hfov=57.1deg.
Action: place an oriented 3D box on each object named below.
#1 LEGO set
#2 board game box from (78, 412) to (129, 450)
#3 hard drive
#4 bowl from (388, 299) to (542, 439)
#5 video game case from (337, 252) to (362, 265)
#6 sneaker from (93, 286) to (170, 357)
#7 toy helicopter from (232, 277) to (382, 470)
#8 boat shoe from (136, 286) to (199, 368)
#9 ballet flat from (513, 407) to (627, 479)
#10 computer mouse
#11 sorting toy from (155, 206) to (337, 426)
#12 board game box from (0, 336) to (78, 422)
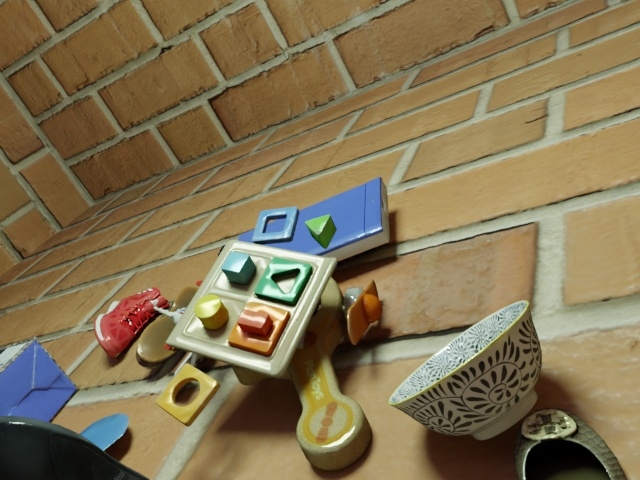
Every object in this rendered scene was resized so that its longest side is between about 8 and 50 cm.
[{"bbox_3d":[-0.195,0.116,0.937,0.182,0.060,0.244,-56,-10,-49],"label":"LEGO set"},{"bbox_3d":[-0.360,0.334,0.896,0.168,0.033,0.133,-38,18,-35],"label":"board game box"},{"bbox_3d":[-0.027,-0.005,1.099,0.318,0.040,0.210,-22,26,17],"label":"hard drive"},{"bbox_3d":[0.157,0.140,0.576,0.170,0.080,0.170,-37,-8,-6],"label":"bowl"},{"bbox_3d":[0.000,0.000,1.168,0.232,0.042,0.210,-27,23,6],"label":"video game case"},{"bbox_3d":[-0.399,0.157,1.261,0.128,0.087,0.221,-30,23,2],"label":"sneaker"},{"bbox_3d":[-0.002,0.147,0.784,0.235,0.140,0.355,-21,32,-4],"label":"toy helicopter"},{"bbox_3d":[-0.281,0.174,1.114,0.073,0.073,0.207,-61,-3,35],"label":"boat shoe"},{"bbox_3d":[0.192,0.210,0.440,0.084,0.058,0.250,-20,23,20],"label":"ballet flat"},{"bbox_3d":[-0.245,0.268,0.610,0.188,0.272,0.072,-17,44,24],"label":"computer mouse"},{"bbox_3d":[-0.096,0.075,0.772,0.196,0.047,0.348,7,54,29],"label":"sorting toy"},{"bbox_3d":[-0.662,0.334,1.119,0.291,0.141,0.232,-17,25,29],"label":"board game box"}]
